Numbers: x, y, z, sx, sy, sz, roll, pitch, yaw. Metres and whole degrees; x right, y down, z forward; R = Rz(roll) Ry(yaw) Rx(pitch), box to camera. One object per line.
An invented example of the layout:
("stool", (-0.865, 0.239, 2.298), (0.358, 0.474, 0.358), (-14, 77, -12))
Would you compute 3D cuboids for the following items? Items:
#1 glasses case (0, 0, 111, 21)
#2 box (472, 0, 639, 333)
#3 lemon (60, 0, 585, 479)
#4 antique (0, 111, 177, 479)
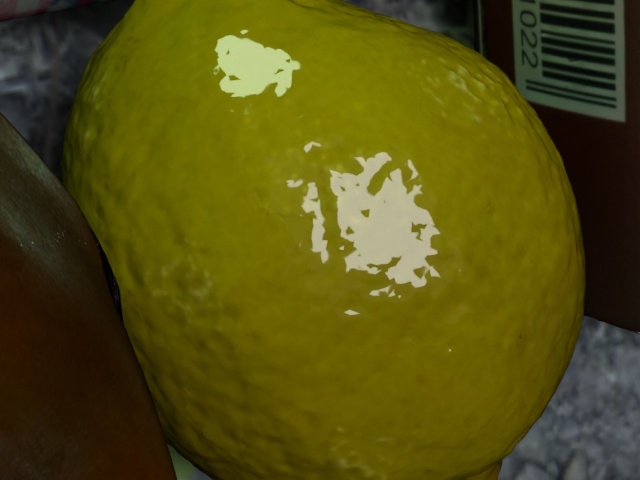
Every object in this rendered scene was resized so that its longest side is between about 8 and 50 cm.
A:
("glasses case", (-0.095, -0.151, 0.536), (0.327, 0.076, 0.125), (-17, 127, -30))
("box", (0.252, -0.176, 0.668), (0.385, 0.122, 0.345), (-16, 112, -29))
("lemon", (0.000, 0.000, 0.530), (0.187, 0.187, 0.244), (-41, 112, -26))
("antique", (-0.156, 0.013, 0.418), (0.278, 0.223, 0.129), (42, 68, -9))
